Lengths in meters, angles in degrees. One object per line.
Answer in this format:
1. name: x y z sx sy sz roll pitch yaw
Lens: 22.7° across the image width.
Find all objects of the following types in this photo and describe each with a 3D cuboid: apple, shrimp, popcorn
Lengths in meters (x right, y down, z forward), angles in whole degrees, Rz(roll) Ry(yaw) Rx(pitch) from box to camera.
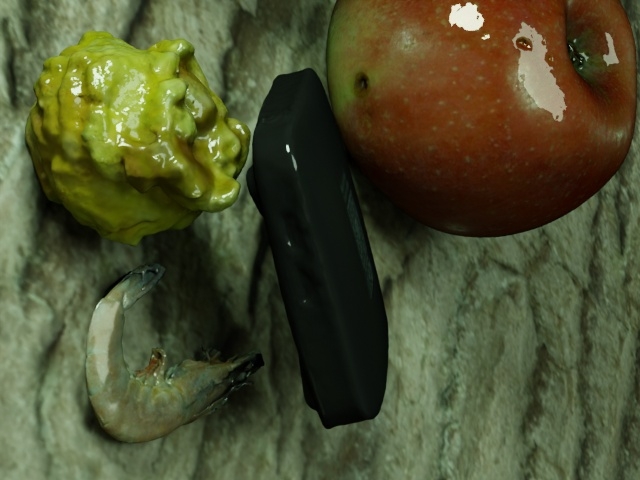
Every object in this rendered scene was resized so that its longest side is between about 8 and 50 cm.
1. apple: 0.174 -0.174 1.693 0.348 0.277 0.348 19 65 -47
2. shrimp: -0.133 0.093 1.414 0.219 0.046 0.152 -11 91 -52
3. popcorn: -0.155 -0.094 1.362 0.197 0.155 0.198 27 49 -35

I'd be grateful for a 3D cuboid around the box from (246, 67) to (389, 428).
1. box: 0.000 0.000 1.480 0.290 0.073 0.289 -79 155 -70
